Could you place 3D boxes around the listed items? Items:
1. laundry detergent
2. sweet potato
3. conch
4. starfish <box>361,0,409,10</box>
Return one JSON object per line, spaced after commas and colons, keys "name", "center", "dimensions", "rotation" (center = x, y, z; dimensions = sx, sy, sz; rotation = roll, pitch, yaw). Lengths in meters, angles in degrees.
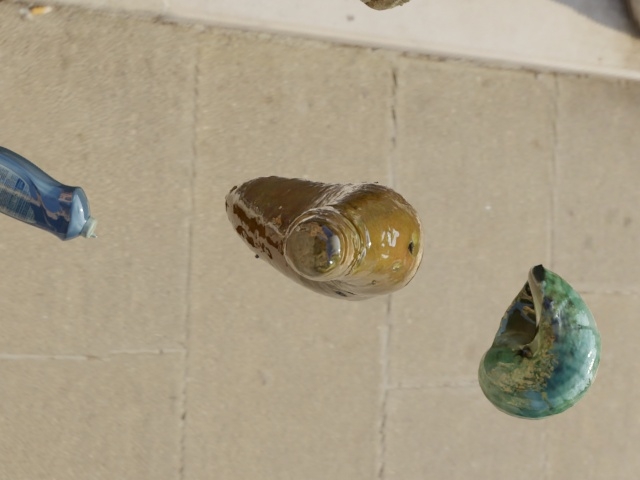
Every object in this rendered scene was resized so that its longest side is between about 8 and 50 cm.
{"name": "laundry detergent", "center": [-0.431, -0.062, 1.827], "dimensions": [0.206, 0.061, 0.096], "rotation": [29, 105, -3]}
{"name": "sweet potato", "center": [0.007, 0.001, 0.748], "dimensions": [0.109, 0.346, 0.079], "rotation": [4, 93, -11]}
{"name": "conch", "center": [0.280, 0.146, 1.535], "dimensions": [0.122, 0.175, 0.188], "rotation": [17, 122, -37]}
{"name": "starfish", "center": [0.057, -0.243, 0.801], "dimensions": [0.050, 0.247, 0.138], "rotation": [-17, 88, -25]}
